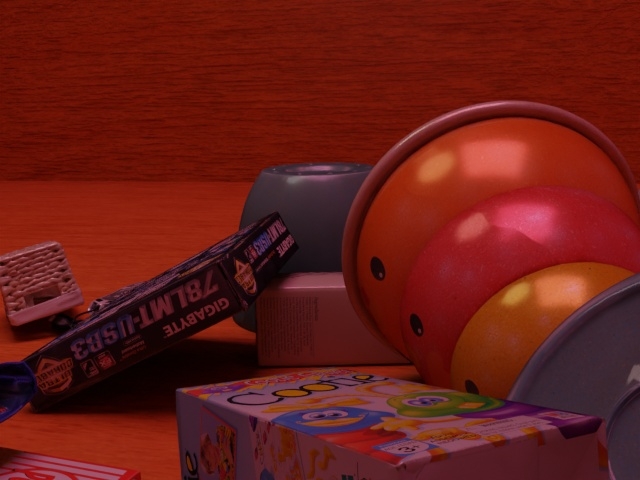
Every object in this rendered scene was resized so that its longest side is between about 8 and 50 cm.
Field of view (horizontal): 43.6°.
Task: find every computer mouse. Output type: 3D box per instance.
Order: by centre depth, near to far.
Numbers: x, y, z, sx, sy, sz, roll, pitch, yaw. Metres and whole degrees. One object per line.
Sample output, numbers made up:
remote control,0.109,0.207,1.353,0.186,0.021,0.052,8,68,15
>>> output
computer mouse,-0.323,0.111,1.257,0.106,0.042,0.193,2,17,40

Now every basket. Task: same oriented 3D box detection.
basket,-0.446,0.062,1.252,0.113,0.103,0.167,-19,9,-22

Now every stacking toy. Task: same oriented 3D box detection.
stacking toy,0.217,0.094,0.752,0.351,0.350,0.480,-3,27,-5

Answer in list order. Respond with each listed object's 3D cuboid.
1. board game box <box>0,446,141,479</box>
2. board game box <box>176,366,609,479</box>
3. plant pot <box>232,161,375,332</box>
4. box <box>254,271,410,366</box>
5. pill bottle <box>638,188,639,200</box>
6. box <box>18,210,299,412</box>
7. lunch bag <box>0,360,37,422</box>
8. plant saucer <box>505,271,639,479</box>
board game box,-0.267,0.226,0.653,0.193,0.045,0.147,3,12,20
board game box,0.027,0.170,0.508,0.142,0.144,0.275,-3,0,-32
plant pot,0.000,0.000,1.266,0.293,0.235,0.293,-2,11,0
box,0.052,0.101,1.071,0.275,0.113,0.094,0,10,0
pill bottle,0.644,0.023,1.076,0.408,0.229,0.229,-1,11,2
box,-0.192,0.079,1.015,0.295,0.073,0.293,-28,7,14
lunch bag,-0.402,0.170,0.669,0.221,0.138,0.293,-24,-13,28
plant saucer,0.225,0.132,0.488,0.044,0.317,0.317,38,-12,-31
